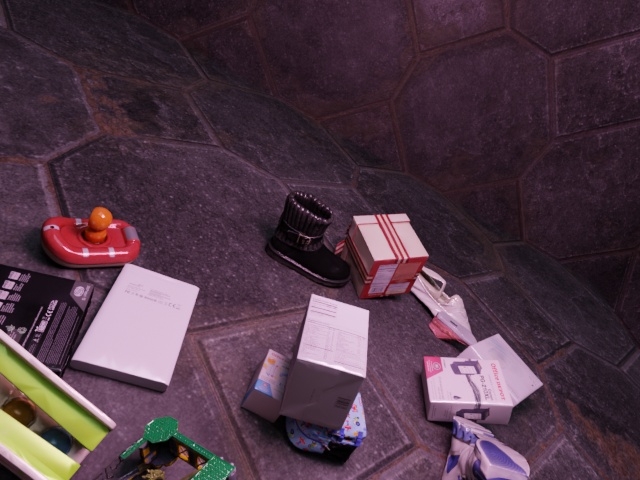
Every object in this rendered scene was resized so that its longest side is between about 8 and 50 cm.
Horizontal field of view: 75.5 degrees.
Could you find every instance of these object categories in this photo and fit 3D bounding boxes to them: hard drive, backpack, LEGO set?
[{"bbox_3d":[-0.429,0.198,1.004,0.202,0.040,0.308,22,34,-17],"label":"hard drive"},{"bbox_3d":[0.008,0.431,1.005,0.173,0.117,0.158,20,33,-15],"label":"backpack"},{"bbox_3d":[-0.287,0.482,0.673,0.254,0.192,0.331,10,23,20],"label":"LEGO set"}]

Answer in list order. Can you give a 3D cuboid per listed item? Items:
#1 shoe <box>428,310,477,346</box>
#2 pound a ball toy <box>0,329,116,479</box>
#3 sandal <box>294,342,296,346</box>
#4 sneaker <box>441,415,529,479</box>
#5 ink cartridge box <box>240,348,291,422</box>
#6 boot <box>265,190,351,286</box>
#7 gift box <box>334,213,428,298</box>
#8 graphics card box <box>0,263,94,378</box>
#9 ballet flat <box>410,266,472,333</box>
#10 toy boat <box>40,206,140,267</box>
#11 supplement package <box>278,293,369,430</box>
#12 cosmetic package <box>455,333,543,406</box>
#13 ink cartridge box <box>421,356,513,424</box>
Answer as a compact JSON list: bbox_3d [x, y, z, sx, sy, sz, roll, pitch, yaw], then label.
[{"bbox_3d":[0.499,0.354,1.571,0.178,0.081,0.063,40,32,17],"label":"shoe"},{"bbox_3d":[-0.530,0.288,0.647,0.319,0.135,0.208,43,44,-8],"label":"pound a ball toy"},{"bbox_3d":[0.023,0.280,1.247,0.079,0.088,0.240,37,27,18],"label":"sandal"},{"bbox_3d":[0.400,0.589,1.044,0.127,0.183,0.315,17,-5,3],"label":"sneaker"},{"bbox_3d":[-0.119,0.350,1.024,0.092,0.090,0.143,29,33,-6],"label":"ink cartridge box"},{"bbox_3d":[-0.001,0.002,1.437,0.347,0.260,0.131,24,33,-14],"label":"boot"},{"bbox_3d":[0.213,0.059,1.574,0.254,0.277,0.258,0,46,-22],"label":"gift box"},{"bbox_3d":[-0.675,0.149,0.806,0.370,0.094,0.233,16,35,-23],"label":"graphics card box"},{"bbox_3d":[0.485,0.235,1.676,0.139,0.139,0.400,-14,55,-50],"label":"ballet flat"},{"bbox_3d":[-0.581,-0.022,1.065,0.230,0.151,0.151,-1,45,-42],"label":"toy boat"},{"bbox_3d":[0.012,0.275,0.948,0.149,0.194,0.203,16,33,-1],"label":"supplement package"},{"bbox_3d":[0.616,0.475,1.460,0.224,0.138,0.224,-4,47,-42],"label":"cosmetic package"},{"bbox_3d":[0.441,0.457,1.270,0.236,0.100,0.172,1,34,6],"label":"ink cartridge box"}]
